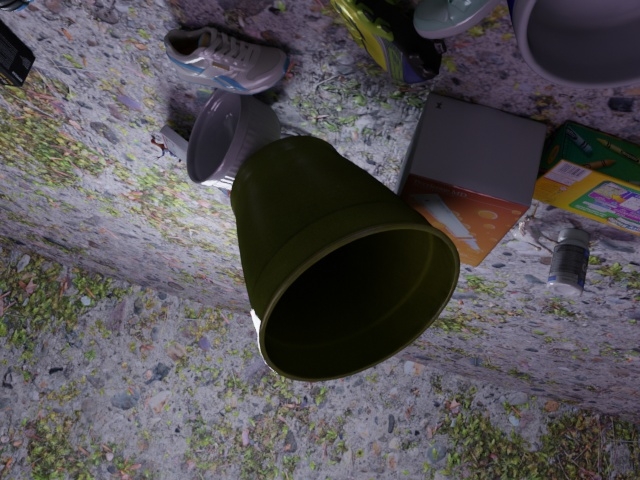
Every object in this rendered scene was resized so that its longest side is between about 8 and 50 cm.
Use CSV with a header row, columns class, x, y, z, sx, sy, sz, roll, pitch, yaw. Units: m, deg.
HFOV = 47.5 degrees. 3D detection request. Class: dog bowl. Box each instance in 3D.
class,x,y,z,sx,sy,sz,roll,pitch,yaw
dog bowl,0.337,-0.287,0.788,0.265,0.104,0.265,-4,153,-2

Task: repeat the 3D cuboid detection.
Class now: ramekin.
class,x,y,z,sx,sy,sz,roll,pitch,yaw
ramekin,-0.168,-0.194,1.435,0.109,0.207,0.207,19,162,-34

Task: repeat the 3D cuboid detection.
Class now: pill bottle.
class,x,y,z,sx,sy,sz,roll,pitch,yaw
pill bottle,0.549,0.048,1.602,0.078,0.137,0.078,15,161,5

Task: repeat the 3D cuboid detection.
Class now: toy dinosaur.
class,x,y,z,sx,sy,sz,roll,pitch,yaw
toy dinosaur,-0.371,-0.227,1.770,0.090,0.047,0.082,-32,128,20

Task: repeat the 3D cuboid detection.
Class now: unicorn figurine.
class,x,y,z,sx,sy,sz,roll,pitch,yaw
unicorn figurine,0.468,-0.015,1.606,0.111,0.060,0.162,30,163,-10

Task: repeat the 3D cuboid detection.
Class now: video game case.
class,x,y,z,sx,sy,sz,roll,pitch,yaw
video game case,-0.242,-0.150,1.663,0.285,0.025,0.204,39,173,-6

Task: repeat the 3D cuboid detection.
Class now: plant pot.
class,x,y,z,sx,sy,sz,roll,pitch,yaw
plant pot,0.000,0.000,1.313,0.366,0.366,0.353,40,-167,-49

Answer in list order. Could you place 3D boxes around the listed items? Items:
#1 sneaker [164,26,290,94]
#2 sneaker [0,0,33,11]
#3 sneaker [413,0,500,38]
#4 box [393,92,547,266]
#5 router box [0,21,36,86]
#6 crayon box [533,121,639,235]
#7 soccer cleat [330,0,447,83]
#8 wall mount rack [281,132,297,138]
class,x,y,z,sx,sy,sz,roll,pitch,yaw
sneaker,-0.166,-0.316,1.264,0.229,0.087,0.092,8,157,18
sneaker,-0.545,-0.488,1.105,0.140,0.125,0.341,39,171,20
sneaker,0.173,-0.350,0.881,0.151,0.094,0.256,22,151,-32
box,0.258,-0.100,1.387,0.215,0.168,0.345,16,160,2
router box,-0.760,-0.430,1.432,0.243,0.080,0.309,9,159,20
crayon box,0.522,-0.102,1.301,0.279,0.081,0.165,18,161,-5
soccer cleat,0.067,-0.322,1.056,0.121,0.093,0.289,6,158,46
wall mount rack,0.008,-0.100,1.643,0.304,0.130,0.350,7,159,26
